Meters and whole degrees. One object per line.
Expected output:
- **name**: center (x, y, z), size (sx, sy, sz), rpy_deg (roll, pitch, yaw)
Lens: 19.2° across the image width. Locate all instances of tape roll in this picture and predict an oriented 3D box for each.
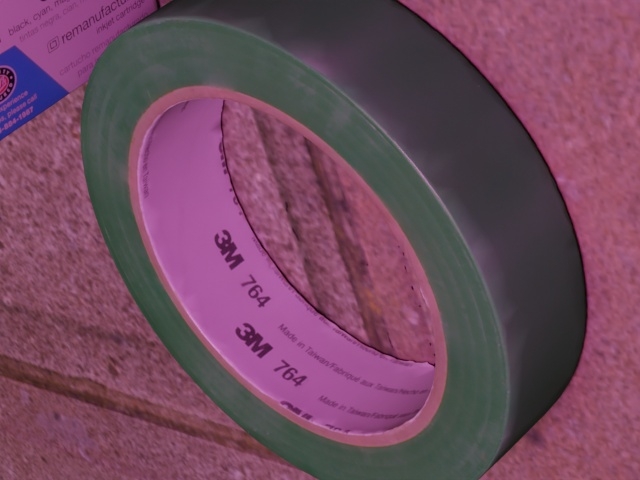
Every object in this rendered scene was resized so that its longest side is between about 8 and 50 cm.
- **tape roll**: center (0.000, 0.000, 1.088), size (0.321, 0.077, 0.321), rpy_deg (30, 141, 28)

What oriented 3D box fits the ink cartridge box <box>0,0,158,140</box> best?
- **ink cartridge box**: center (-0.224, -0.199, 1.078), size (0.168, 0.171, 0.232), rpy_deg (21, 136, 36)
